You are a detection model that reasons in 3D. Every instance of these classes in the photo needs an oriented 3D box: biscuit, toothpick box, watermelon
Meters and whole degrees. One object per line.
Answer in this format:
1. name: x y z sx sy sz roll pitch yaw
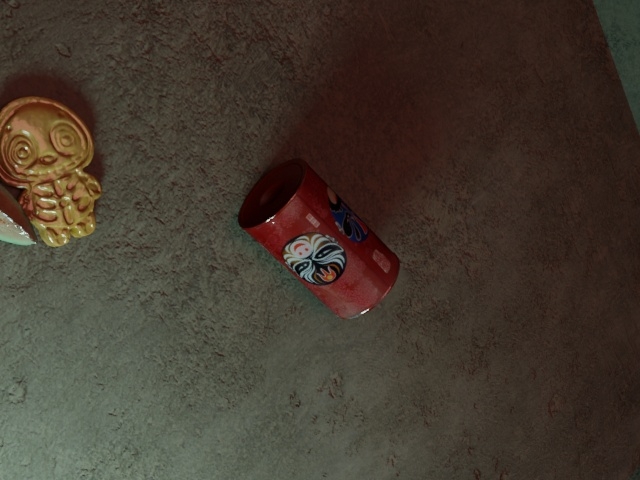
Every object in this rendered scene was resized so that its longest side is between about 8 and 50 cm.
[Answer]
1. biscuit: -0.519 -0.133 1.623 0.202 0.044 0.289 -19 98 -35
2. toothpick box: 0.000 0.000 1.899 0.333 0.204 0.204 45 65 -28
3. watermelon: -0.588 -0.041 1.546 0.101 0.080 0.155 -46 125 5
